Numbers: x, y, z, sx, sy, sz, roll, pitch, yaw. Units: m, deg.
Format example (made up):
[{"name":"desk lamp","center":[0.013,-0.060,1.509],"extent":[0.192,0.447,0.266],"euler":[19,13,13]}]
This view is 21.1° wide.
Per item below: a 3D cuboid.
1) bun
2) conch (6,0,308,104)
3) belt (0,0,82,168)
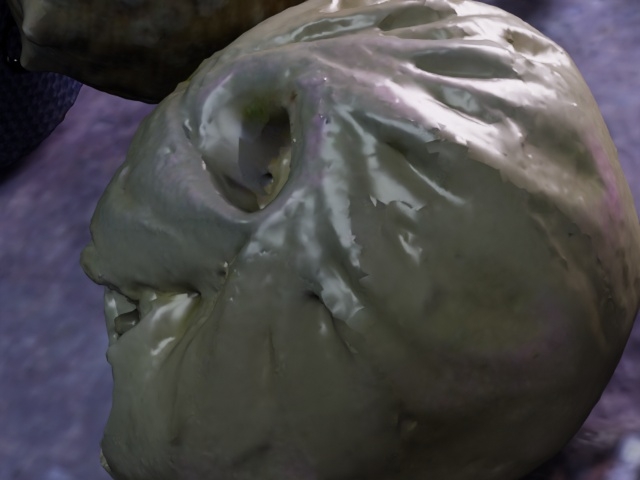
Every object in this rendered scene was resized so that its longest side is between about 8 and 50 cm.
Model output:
[{"name":"bun","center":[0.000,0.000,0.546],"extent":[0.193,0.128,0.178],"euler":[-26,46,4]},{"name":"conch","center":[-0.046,-0.138,0.649],"extent":[0.159,0.291,0.210],"euler":[-55,39,28]},{"name":"belt","center":[-0.216,-0.108,0.739],"extent":[0.230,0.126,0.140],"euler":[16,57,33]}]
